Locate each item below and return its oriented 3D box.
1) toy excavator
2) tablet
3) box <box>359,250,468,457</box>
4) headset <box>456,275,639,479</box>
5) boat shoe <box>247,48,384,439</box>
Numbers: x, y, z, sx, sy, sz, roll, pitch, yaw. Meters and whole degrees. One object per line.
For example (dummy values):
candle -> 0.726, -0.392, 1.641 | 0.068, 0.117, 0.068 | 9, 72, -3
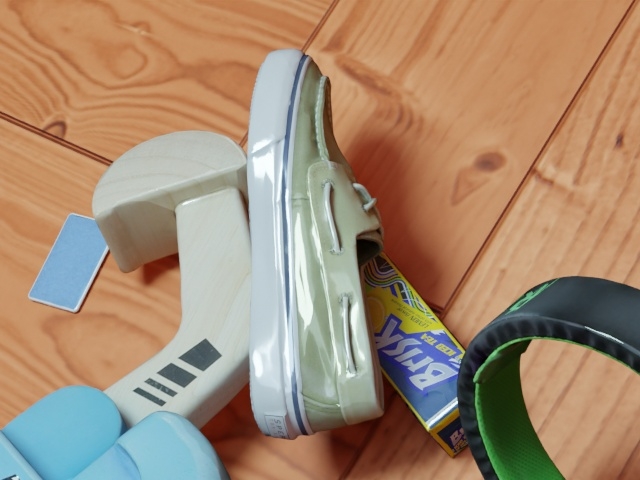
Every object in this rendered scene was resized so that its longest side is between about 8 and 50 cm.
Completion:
toy excavator -> -0.135, 0.164, 1.411 | 0.445, 0.222, 0.433 | -36, 52, -15
tablet -> -0.205, 0.018, 1.624 | 0.054, 0.006, 0.083 | 14, 70, 31
box -> 0.065, 0.076, 1.432 | 0.059, 0.054, 0.169 | -39, 54, 0
headset -> 0.228, 0.200, 1.170 | 0.394, 0.243, 0.185 | 42, 57, 13
boat shoe -> 0.000, 0.000, 1.424 | 0.094, 0.109, 0.302 | -4, 69, 7
